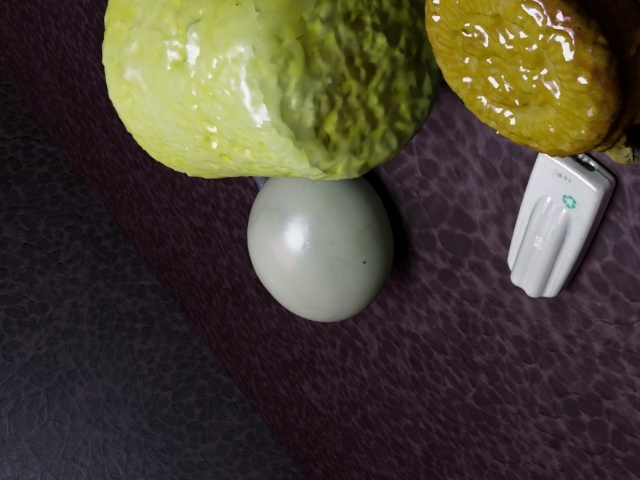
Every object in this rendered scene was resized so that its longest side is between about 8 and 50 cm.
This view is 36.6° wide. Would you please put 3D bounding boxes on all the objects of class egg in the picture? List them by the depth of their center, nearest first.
[{"bbox_3d":[0.000,0.000,1.457,0.219,0.219,0.269,25,137,49],"label":"egg"}]

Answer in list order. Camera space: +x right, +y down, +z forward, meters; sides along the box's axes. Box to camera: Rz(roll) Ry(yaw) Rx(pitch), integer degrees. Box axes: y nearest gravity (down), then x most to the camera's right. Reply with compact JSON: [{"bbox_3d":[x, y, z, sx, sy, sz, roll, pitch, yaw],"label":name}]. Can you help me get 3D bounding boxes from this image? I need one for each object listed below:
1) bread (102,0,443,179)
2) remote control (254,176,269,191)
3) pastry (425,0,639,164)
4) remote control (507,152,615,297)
[{"bbox_3d":[-0.049,-0.222,1.115,0.308,0.348,0.348,21,140,45],"label":"bread"},{"bbox_3d":[-0.109,-0.182,1.645,0.107,0.044,0.377,22,141,46],"label":"remote control"},{"bbox_3d":[0.206,-0.185,0.925,0.240,0.132,0.235,43,153,27],"label":"pastry"},{"bbox_3d":[0.270,-0.015,1.131,0.090,0.049,0.230,41,152,24],"label":"remote control"}]
